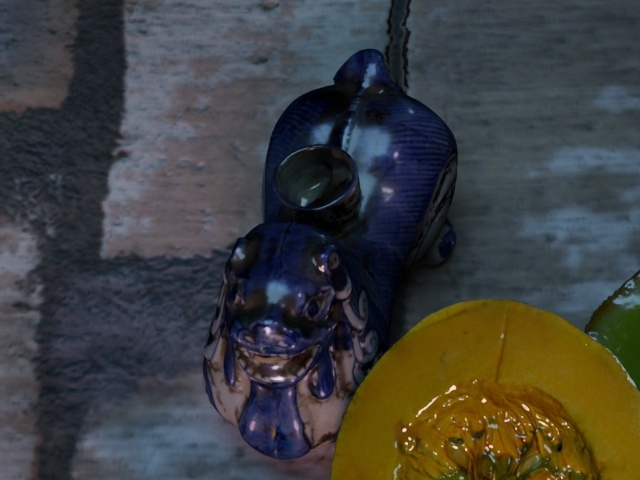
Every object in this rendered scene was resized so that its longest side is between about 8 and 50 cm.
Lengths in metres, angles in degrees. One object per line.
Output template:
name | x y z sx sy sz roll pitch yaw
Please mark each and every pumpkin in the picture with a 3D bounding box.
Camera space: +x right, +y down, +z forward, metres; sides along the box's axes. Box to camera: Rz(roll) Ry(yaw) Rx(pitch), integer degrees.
pumpkin | 0.122 0.153 1.095 0.217 0.110 0.217 -7 75 28

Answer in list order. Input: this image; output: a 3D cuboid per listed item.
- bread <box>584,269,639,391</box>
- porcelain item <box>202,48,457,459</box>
bread | 0.273 0.107 1.159 0.236 0.070 0.236 -3 55 4
porcelain item | 0.000 0.000 1.196 0.138 0.186 0.288 11 57 16
